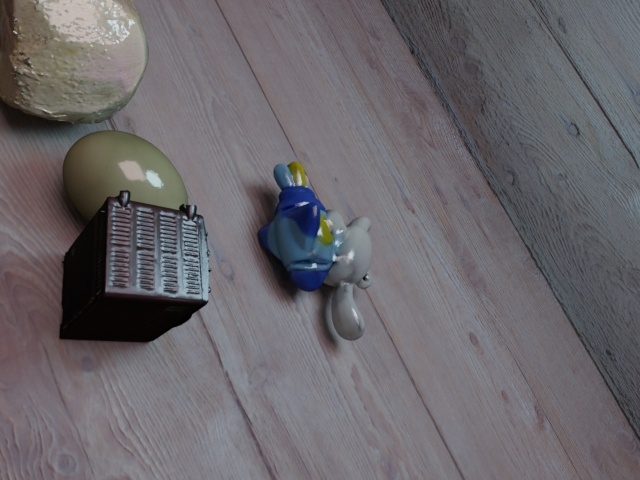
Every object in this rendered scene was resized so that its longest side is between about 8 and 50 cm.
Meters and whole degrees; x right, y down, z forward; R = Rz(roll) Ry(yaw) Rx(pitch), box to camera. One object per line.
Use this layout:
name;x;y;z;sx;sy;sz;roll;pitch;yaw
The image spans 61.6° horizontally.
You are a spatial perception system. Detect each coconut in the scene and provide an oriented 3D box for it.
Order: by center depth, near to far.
coconut;-0.466;-0.373;1.018;0.254;0.297;0.297;-2;65;-41

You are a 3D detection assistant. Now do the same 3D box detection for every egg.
egg;-0.360;-0.099;1.011;0.241;0.186;0.186;35;45;-22

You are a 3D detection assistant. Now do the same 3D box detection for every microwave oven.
microwave oven;-0.313;0.058;0.911;0.188;0.247;0.178;8;62;-38

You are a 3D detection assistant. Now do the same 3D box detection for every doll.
doll;-0.007;0.005;1.296;0.365;0.187;0.376;41;19;-27
